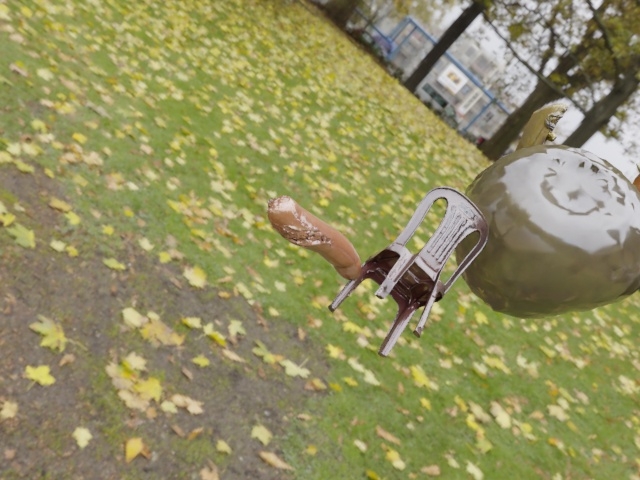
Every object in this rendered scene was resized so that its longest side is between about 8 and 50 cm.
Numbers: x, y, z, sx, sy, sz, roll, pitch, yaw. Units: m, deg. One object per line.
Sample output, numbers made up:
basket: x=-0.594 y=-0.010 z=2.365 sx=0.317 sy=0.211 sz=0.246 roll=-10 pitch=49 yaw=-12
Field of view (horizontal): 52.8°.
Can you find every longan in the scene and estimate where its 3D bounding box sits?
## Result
longan: x=0.524 y=-0.024 z=1.485 sx=0.404 sy=0.436 sz=0.404 roll=44 pitch=40 yaw=-53

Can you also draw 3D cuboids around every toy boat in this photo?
toy boat: x=0.566 y=-0.208 z=1.696 sx=0.121 sy=0.321 sz=0.089 roll=31 pitch=31 yaw=22

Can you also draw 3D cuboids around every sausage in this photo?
sausage: x=0.000 y=0.000 z=1.249 sx=0.304 sy=0.078 sz=0.078 roll=35 pitch=14 yaw=-49

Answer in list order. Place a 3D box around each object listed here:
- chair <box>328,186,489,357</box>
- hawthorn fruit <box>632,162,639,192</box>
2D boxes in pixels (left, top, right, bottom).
chair: x=0.195 y=0.057 z=1.355 sx=0.175 sy=0.326 sz=0.183 roll=44 pitch=-31 yaw=-7
hawthorn fruit: x=1.196 y=-0.172 z=2.290 sx=0.251 sy=0.199 sz=0.199 roll=59 pitch=12 yaw=-1
